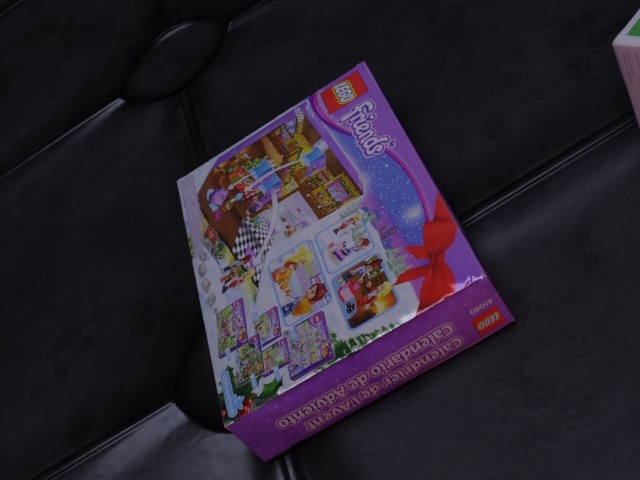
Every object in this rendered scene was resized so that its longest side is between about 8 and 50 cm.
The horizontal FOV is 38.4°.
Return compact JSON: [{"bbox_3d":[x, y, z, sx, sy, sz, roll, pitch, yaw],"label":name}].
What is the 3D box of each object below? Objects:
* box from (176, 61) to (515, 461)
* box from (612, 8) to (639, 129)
[{"bbox_3d":[0.000,0.000,0.712,0.200,0.057,0.293,-31,40,10],"label":"box"},{"bbox_3d":[0.261,-0.120,0.594,0.087,0.102,0.101,24,68,45],"label":"box"}]
